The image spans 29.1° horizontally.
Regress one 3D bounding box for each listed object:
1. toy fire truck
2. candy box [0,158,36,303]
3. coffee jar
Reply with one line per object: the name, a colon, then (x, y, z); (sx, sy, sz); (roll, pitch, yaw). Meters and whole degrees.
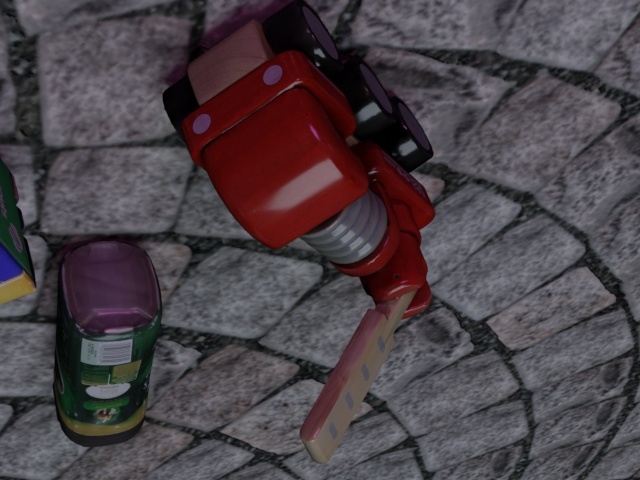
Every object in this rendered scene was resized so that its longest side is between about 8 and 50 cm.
toy fire truck: (0.000, 0.000, 0.845); (0.158, 0.246, 0.217); (-32, 144, 16)
candy box: (-0.361, -0.043, 0.716); (0.268, 0.122, 0.317); (-21, 146, 4)
coffee jar: (-0.177, 0.090, 1.014); (0.079, 0.096, 0.184); (-4, 143, -18)
